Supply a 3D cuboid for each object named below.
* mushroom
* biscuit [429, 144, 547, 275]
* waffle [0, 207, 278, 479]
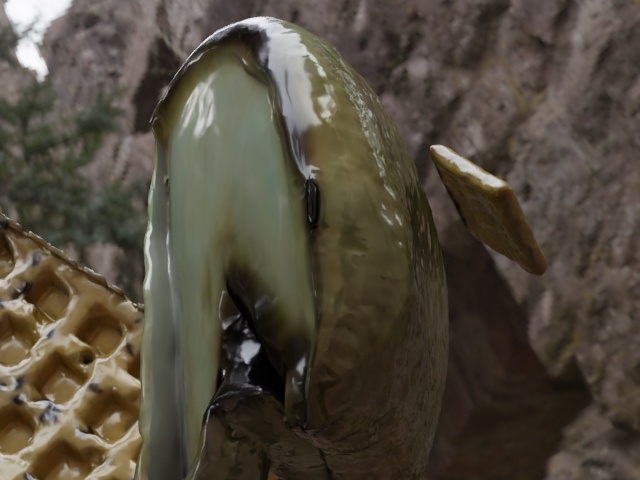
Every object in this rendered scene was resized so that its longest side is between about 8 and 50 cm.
[{"bbox_3d":[0.008,0.033,0.799,0.212,0.292,0.217,25,-33,-23],"label":"mushroom"},{"bbox_3d":[0.109,-0.020,0.986,0.018,0.081,0.083,-39,-52,-10],"label":"biscuit"},{"bbox_3d":[-0.235,0.135,1.210,0.261,0.376,0.114,-47,-26,-21],"label":"waffle"}]
